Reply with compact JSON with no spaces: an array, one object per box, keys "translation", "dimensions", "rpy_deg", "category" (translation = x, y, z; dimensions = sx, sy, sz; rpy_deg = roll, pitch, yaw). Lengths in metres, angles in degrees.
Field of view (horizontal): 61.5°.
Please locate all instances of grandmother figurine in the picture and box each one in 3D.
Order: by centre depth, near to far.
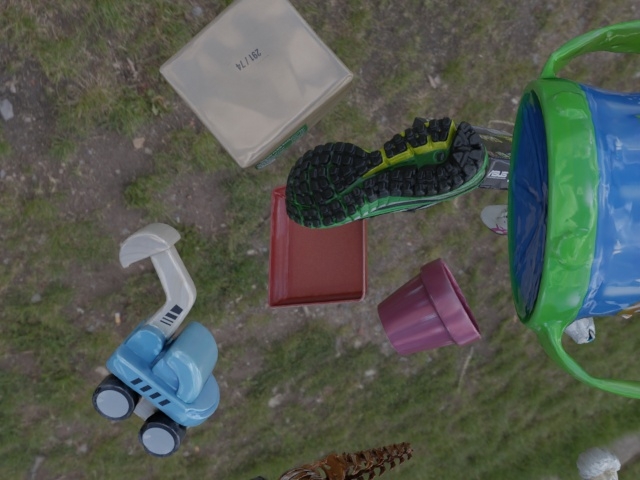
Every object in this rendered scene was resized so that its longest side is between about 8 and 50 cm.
[{"translation":[0.642,0.632,1.214],"dimensions":[0.208,0.104,0.342],"rpy_deg":[-11,96,-33],"category":"grandmother figurine"}]

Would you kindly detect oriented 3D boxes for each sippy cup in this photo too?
[{"translation":[0.301,-0.033,0.488],"dimensions":[0.224,0.240,0.305],"rpy_deg":[0,115,11],"category":"sippy cup"}]

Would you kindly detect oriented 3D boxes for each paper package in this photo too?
[{"translation":[-0.137,-0.364,1.229],"dimensions":[0.325,0.309,0.168],"rpy_deg":[-40,178,2],"category":"paper package"}]

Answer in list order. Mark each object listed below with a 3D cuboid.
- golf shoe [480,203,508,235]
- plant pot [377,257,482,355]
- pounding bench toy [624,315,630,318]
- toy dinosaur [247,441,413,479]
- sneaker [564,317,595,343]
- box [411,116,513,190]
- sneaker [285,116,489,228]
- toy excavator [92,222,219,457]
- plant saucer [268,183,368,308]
[{"translation":[0.391,-0.045,1.076],"dimensions":[0.086,0.186,0.067],"rpy_deg":[37,83,-35],"category":"golf shoe"},{"translation":[0.236,0.164,1.213],"dimensions":[0.180,0.201,0.201],"rpy_deg":[-28,135,15],"category":"plant pot"},{"translation":[0.817,0.172,1.431],"dimensions":[0.083,0.065,0.052],"rpy_deg":[26,120,-27],"category":"pounding bench toy"},{"translation":[-0.015,0.352,0.659],"dimensions":[0.322,0.218,0.164],"rpy_deg":[-45,134,-10],"category":"toy dinosaur"},{"translation":[0.544,0.173,1.136],"dimensions":[0.071,0.082,0.191],"rpy_deg":[-42,164,32],"category":"sneaker"},{"translation":[0.497,-0.242,1.551],"dimensions":[0.395,0.318,0.097],"rpy_deg":[0,118,-31],"category":"box"},{"translation":[0.096,-0.083,0.850],"dimensions":[0.344,0.134,0.146],"rpy_deg":[-7,167,28],"category":"sneaker"},{"translation":[-0.375,0.233,1.322],"dimensions":[0.433,0.222,0.445],"rpy_deg":[42,108,-8],"category":"toy excavator"},{"translation":[0.000,0.000,1.055],"dimensions":[0.048,0.259,0.258],"rpy_deg":[14,72,-44],"category":"plant saucer"}]
